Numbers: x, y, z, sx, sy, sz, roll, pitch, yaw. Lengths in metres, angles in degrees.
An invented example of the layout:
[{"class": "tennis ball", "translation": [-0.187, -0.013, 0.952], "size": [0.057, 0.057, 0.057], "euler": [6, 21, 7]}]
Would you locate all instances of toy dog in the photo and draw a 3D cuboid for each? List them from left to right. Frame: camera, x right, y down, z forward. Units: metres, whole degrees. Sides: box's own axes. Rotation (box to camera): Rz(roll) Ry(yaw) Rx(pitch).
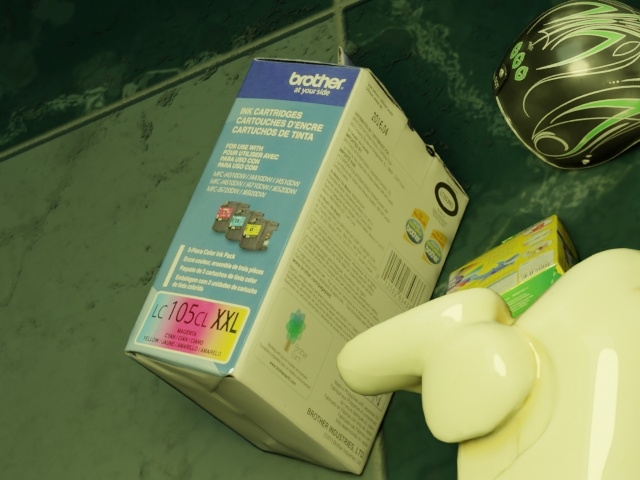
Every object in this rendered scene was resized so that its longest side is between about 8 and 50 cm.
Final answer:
[{"class": "toy dog", "translation": [0.247, 0.240, 1.199], "size": [0.395, 0.284, 0.408], "euler": [-28, 57, 26]}]

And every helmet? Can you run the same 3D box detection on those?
[{"class": "helmet", "translation": [0.276, -0.166, 1.516], "size": [0.161, 0.169, 0.169], "euler": [-34, 46, 35]}]

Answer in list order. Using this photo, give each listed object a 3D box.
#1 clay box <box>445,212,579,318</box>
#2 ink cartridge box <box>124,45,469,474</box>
[{"class": "clay box", "translation": [0.185, 0.043, 1.445], "size": [0.127, 0.053, 0.222], "euler": [-30, 7, 15]}, {"class": "ink cartridge box", "translation": [0.000, 0.000, 1.509], "size": [0.151, 0.270, 0.395], "euler": [12, 69, 35]}]
